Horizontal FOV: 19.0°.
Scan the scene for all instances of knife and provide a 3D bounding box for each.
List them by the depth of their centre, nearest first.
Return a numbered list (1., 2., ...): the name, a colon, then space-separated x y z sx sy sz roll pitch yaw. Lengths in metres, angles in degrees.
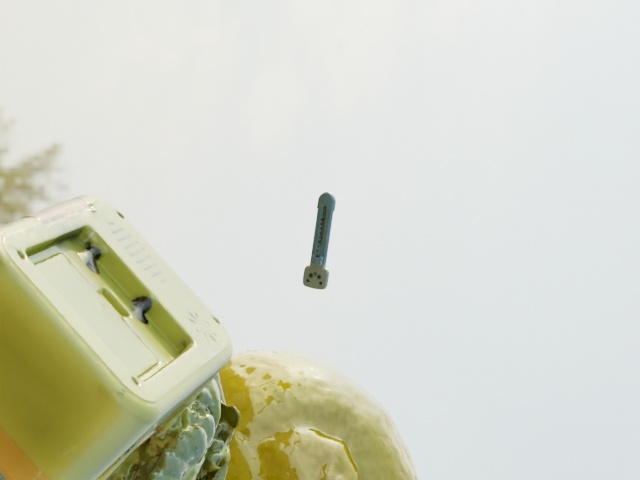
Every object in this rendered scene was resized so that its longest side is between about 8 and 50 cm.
1. knife: 0.000 0.000 1.864 0.010 0.027 0.096 -3 102 -67

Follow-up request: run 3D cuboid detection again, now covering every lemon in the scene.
1. lemon: -0.063 0.273 1.958 0.348 0.348 0.348 180 -90 -77

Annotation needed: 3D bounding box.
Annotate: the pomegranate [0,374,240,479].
1. pomegranate: -0.216 0.120 1.448 0.260 0.341 0.260 -42 -169 10

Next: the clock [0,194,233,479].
1. clock: -0.141 0.058 1.085 0.096 0.143 0.202 -46 177 15
